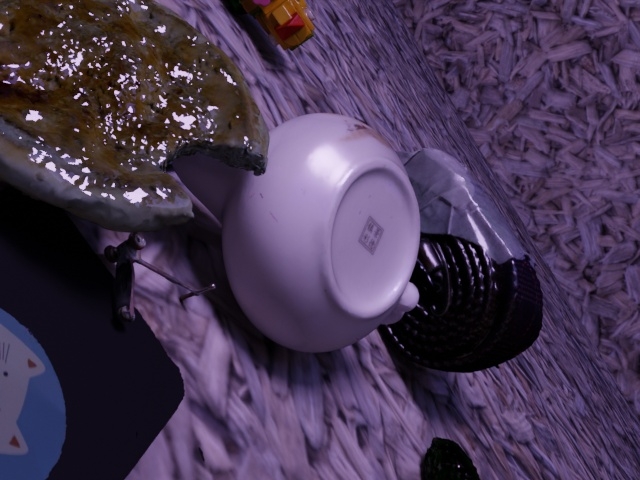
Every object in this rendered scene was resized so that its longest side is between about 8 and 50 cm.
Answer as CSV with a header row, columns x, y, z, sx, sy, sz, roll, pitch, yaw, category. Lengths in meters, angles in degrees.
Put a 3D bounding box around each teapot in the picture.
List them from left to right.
x,y,z,sx,sy,sz,roll,pitch,yaw,category
0.000,0.000,0.691,0.298,0.139,0.204,53,54,-40,teapot

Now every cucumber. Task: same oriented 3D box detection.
x,y,z,sx,sy,sz,roll,pitch,yaw,category
0.138,0.279,0.717,0.067,0.067,0.245,47,22,-26,cucumber

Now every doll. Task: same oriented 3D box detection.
x,y,z,sx,sy,sz,roll,pitch,yaw,category
-0.074,-0.349,1.089,0.186,0.106,0.134,57,8,-1,doll

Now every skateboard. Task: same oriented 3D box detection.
x,y,z,sx,sy,sz,roll,pitch,yaw,category
-0.110,0.037,0.546,0.083,0.032,0.064,34,38,-49,skateboard

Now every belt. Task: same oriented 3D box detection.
x,y,z,sx,sy,sz,roll,pitch,yaw,category
0.129,0.015,0.919,0.164,0.184,0.289,15,41,-55,belt

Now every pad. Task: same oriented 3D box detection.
x,y,z,sx,sy,sz,roll,pitch,yaw,category
-0.166,0.069,0.409,0.181,0.004,0.267,55,20,-6,pad

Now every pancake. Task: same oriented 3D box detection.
x,y,z,sx,sy,sz,roll,pitch,yaw,category
-0.151,-0.110,0.538,0.253,0.037,0.253,22,43,-22,pancake

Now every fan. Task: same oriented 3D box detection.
x,y,z,sx,sy,sz,roll,pitch,yaw,category
-0.187,0.055,0.364,0.175,0.005,0.113,45,24,-34,fan

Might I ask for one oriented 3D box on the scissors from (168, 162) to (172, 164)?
x,y,z,sx,sy,sz,roll,pitch,yaw,category
-0.144,-0.086,0.647,0.125,0.030,0.256,61,23,7,scissors
